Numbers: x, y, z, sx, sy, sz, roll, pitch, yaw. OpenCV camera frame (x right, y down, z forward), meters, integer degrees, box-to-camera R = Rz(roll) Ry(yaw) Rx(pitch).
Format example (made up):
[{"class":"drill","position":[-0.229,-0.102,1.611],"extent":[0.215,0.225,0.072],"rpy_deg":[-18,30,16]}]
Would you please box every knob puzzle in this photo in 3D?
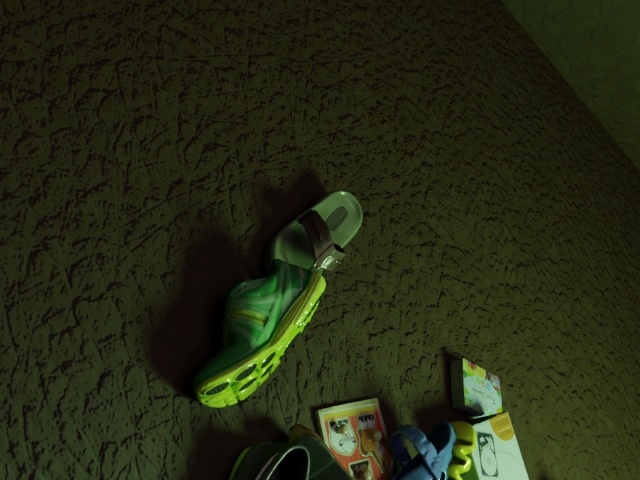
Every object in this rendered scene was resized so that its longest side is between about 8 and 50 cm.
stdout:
[{"class":"knob puzzle","position":[0.074,0.368,1.564],"extent":[0.213,0.030,0.213],"rpy_deg":[28,51,-42]}]

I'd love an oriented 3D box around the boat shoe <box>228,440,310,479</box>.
[{"class":"boat shoe","position":[-0.099,0.413,1.263],"extent":[0.112,0.095,0.335],"rpy_deg":[47,41,-26]}]

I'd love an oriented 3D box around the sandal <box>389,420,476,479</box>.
[{"class":"sandal","position":[0.163,0.440,1.571],"extent":[0.138,0.126,0.317],"rpy_deg":[24,58,-17]}]

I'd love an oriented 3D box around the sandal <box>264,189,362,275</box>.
[{"class":"sandal","position":[0.000,-0.002,1.608],"extent":[0.120,0.086,0.303],"rpy_deg":[54,44,-17]}]

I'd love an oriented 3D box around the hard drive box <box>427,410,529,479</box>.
[{"class":"hard drive box","position":[0.316,0.461,1.774],"extent":[0.181,0.089,0.232],"rpy_deg":[-6,77,-52]}]

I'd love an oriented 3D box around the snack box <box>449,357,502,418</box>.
[{"class":"snack box","position":[0.318,0.310,1.899],"extent":[0.141,0.037,0.100],"rpy_deg":[29,52,-41]}]

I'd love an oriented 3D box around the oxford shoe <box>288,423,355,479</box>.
[{"class":"oxford shoe","position":[0.012,0.371,1.457],"extent":[0.212,0.076,0.076],"rpy_deg":[65,-5,-21]}]

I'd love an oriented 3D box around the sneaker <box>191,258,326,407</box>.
[{"class":"sneaker","position":[-0.108,0.137,1.412],"extent":[0.123,0.109,0.295],"rpy_deg":[30,48,13]}]
